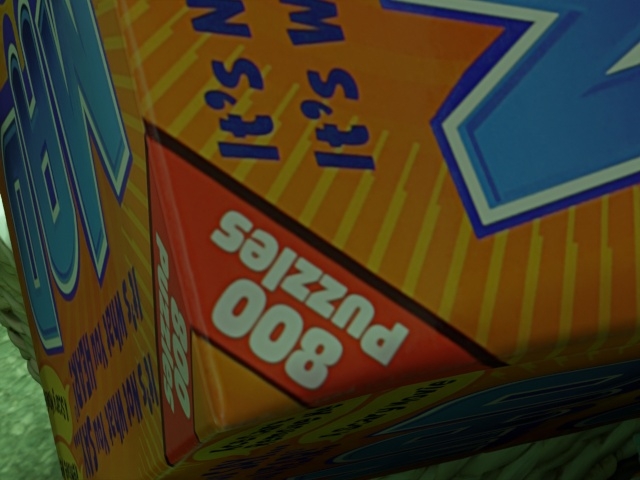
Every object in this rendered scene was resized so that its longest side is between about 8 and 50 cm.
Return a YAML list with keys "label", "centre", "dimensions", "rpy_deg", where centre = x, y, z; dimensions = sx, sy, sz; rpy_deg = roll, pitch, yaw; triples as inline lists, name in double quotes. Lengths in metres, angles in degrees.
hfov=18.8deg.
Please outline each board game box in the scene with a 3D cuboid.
- label: "board game box"
  centre: [0.064, -0.115, 0.700]
  dimensions: [0.356, 0.356, 0.356]
  rpy_deg: [-11, -11, -15]

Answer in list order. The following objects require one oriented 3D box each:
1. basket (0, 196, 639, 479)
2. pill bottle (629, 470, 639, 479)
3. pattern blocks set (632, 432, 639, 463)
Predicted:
- label: "basket"
  centre: [0.000, 0.000, 1.064]
  dimensions: [0.328, 0.266, 0.331]
  rpy_deg: [-35, 32, -20]
- label: "pill bottle"
  centre: [0.218, 0.108, 0.921]
  dimensions: [0.152, 0.086, 0.086]
  rpy_deg: [-37, 33, -24]
- label: "pattern blocks set"
  centre: [0.283, 0.041, 0.768]
  dimensions: [0.325, 0.026, 0.285]
  rpy_deg: [-20, -9, 17]
